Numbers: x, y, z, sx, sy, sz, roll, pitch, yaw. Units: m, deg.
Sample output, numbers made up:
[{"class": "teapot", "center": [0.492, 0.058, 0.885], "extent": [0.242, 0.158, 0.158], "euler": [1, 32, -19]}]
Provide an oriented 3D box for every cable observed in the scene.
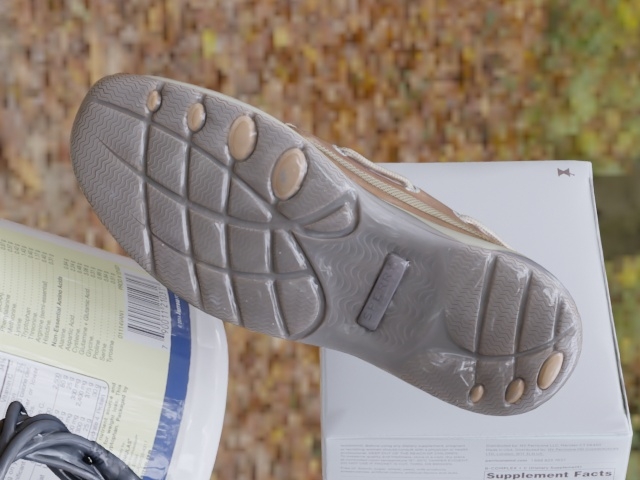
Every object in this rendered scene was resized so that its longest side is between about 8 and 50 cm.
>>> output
[{"class": "cable", "center": [-0.141, 0.169, 0.971], "extent": [0.184, 0.047, 0.150], "euler": [52, 50, -38]}]

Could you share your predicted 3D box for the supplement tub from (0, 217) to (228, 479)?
[{"class": "supplement tub", "center": [-0.247, 0.093, 1.194], "extent": [0.235, 0.325, 0.235], "euler": [-48, -148, 45]}]

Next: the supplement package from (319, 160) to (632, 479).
[{"class": "supplement package", "center": [0.101, 0.082, 1.370], "extent": [0.145, 0.204, 0.261], "euler": [89, 0, -45]}]

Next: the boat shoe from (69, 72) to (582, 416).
[{"class": "boat shoe", "center": [0.000, 0.000, 1.136], "extent": [0.123, 0.324, 0.116], "euler": [-58, -173, 11]}]
